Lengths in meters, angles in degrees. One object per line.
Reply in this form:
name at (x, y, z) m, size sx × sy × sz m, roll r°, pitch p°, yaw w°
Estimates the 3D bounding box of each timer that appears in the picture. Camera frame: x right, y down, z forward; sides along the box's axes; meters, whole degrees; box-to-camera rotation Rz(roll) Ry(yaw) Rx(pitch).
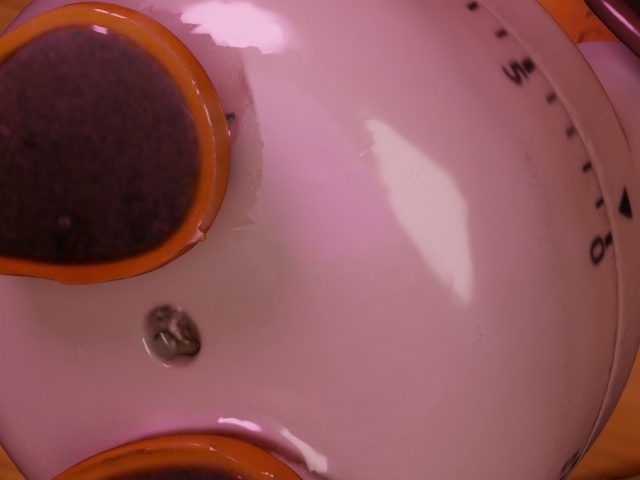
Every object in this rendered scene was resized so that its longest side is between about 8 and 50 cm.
timer at (0.000, 0.000, 0.655) m, size 0.234 × 0.240 × 0.233 m, roll 9°, pitch 112°, yaw 25°

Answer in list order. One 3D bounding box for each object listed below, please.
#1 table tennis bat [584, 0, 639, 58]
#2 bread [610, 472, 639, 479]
table tennis bat at (0.136, -0.125, 0.657) m, size 0.170 × 0.107 × 0.119 m, roll 43°, pitch 117°, yaw 15°
bread at (0.132, 0.193, 0.663) m, size 0.224 × 0.183 × 0.211 m, roll -19°, pitch 98°, yaw 3°
